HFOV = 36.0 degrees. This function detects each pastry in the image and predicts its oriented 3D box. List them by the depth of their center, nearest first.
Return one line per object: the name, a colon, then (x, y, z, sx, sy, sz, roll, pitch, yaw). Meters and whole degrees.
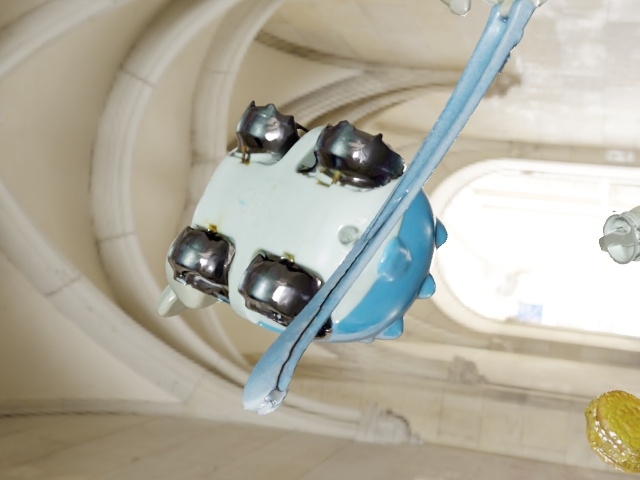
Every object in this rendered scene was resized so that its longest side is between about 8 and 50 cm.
pastry: (0.381, 0.239, 1.237, 0.097, 0.109, 0.057, -51, -10, -52)

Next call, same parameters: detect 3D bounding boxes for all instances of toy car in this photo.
toy car: (0.000, 0.000, 0.891, 0.190, 0.255, 0.188, 33, -101, -42)

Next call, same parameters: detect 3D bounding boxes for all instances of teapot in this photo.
teapot: (0.454, -0.018, 1.274, 0.107, 0.201, 0.077, 159, 100, -68)

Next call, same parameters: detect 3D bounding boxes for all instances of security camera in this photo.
security camera: (-0.120, 0.038, 1.197, 0.157, 0.080, 0.301, -38, -8, -20)

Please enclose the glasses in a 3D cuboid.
glasses: (-0.010, -0.071, 0.303, 0.190, 0.088, 0.220, 35, -123, -28)
